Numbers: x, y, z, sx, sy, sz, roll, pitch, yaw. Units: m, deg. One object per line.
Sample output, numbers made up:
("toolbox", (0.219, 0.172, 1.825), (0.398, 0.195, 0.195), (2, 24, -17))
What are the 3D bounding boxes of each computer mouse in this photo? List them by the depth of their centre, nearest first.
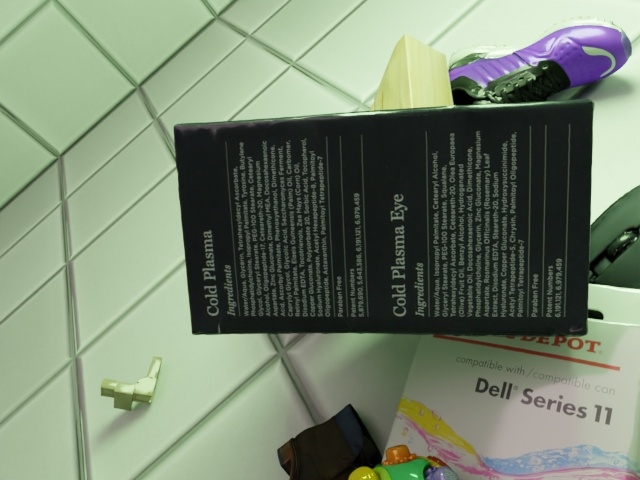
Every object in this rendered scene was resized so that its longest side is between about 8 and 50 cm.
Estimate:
("computer mouse", (0.364, -0.005, 0.587), (0.272, 0.072, 0.188), (-36, 38, 7))

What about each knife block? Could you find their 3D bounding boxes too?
("knife block", (0.154, -0.165, 0.835), (0.276, 0.088, 0.242), (-68, 25, 8))

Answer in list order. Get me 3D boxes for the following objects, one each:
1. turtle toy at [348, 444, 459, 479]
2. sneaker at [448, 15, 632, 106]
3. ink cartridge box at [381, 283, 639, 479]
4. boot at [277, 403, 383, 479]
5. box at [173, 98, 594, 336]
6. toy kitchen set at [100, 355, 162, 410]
("turtle toy", (0.087, 0.201, 0.414), (0.130, 0.095, 0.066), (14, 53, 44))
("sneaker", (0.306, -0.231, 0.841), (0.293, 0.102, 0.146), (2, 58, 49))
("ink cartridge box", (0.180, 0.176, 0.496), (0.207, 0.119, 0.354), (3, 64, 42))
("boot", (0.025, 0.254, 0.600), (0.106, 0.082, 0.219), (-39, 20, -7))
("box", (0.066, -0.039, 0.576), (0.312, 0.179, 0.343), (-2, 10, 9))
("toy kitchen set", (-0.324, 0.243, 0.952), (0.068, 0.083, 0.075), (114, 165, -46))
